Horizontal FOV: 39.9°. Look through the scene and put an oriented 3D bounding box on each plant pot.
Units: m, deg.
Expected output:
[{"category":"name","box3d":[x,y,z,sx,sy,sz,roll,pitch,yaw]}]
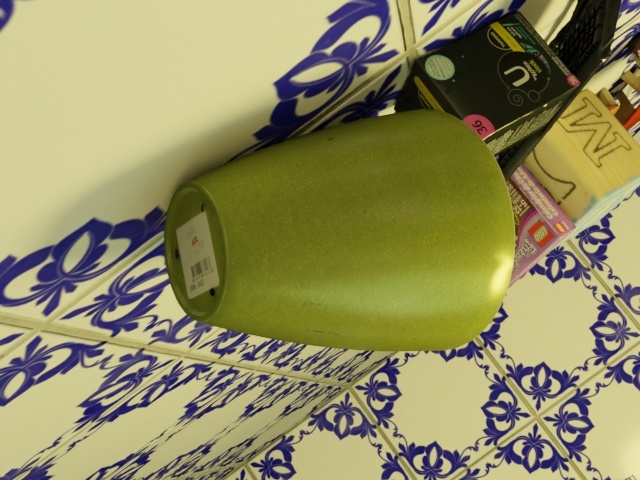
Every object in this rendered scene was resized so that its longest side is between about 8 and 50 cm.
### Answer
[{"category":"plant pot","box3d":[0.000,0.000,0.917,0.293,0.275,0.275,-6,150,-35]}]

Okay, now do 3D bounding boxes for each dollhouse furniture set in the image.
[{"category":"dollhouse furniture set","box3d":[0.645,-0.280,1.702,0.262,0.135,0.259,-33,165,-13]}]

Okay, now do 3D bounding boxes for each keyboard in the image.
[{"category":"keyboard","box3d":[0.304,-0.221,1.146,0.317,0.033,0.201,117,-6,-62]}]

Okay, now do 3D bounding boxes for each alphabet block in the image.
[{"category":"alphabet block","box3d":[0.453,-0.127,1.620,0.193,0.197,0.192,-25,163,-36]}]

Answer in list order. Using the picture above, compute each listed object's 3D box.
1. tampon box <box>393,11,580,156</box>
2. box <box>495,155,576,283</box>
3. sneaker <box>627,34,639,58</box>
[{"category":"tampon box","box3d":[0.192,-0.169,1.033,0.161,0.120,0.101,-30,165,-23]},{"category":"box","box3d":[0.313,-0.016,1.640,0.057,0.201,0.293,-26,162,-37]},{"category":"sneaker","box3d":[0.587,-0.271,1.512,0.281,0.162,0.106,-62,178,-15]}]
